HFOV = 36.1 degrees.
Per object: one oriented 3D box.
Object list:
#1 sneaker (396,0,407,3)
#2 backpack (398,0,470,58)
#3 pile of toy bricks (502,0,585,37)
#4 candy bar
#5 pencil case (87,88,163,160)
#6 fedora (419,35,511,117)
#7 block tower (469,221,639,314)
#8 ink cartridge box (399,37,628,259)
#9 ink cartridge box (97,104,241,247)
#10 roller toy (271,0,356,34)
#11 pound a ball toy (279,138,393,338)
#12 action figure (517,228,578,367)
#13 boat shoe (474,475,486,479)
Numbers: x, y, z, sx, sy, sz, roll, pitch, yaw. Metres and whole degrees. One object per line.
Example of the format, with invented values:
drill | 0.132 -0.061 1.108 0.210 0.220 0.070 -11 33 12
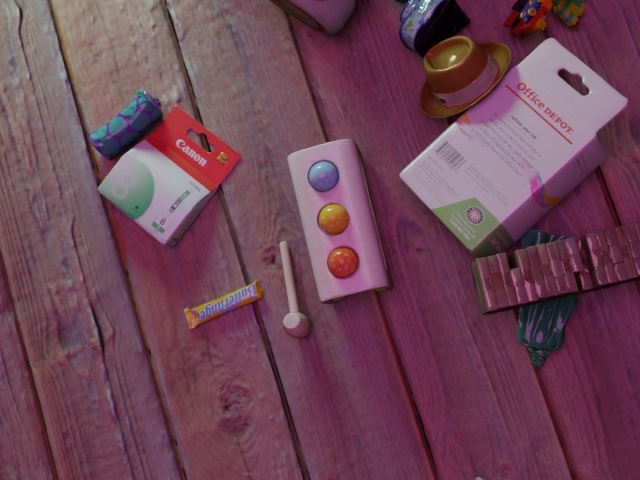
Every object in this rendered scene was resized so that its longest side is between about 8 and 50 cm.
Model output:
sneaker | 0.260 -0.565 1.769 0.341 0.125 0.139 -23 74 7
backpack | 0.195 -0.393 1.776 0.114 0.105 0.084 -51 54 3
pile of toy bricks | 0.428 -0.424 1.738 0.105 0.118 0.212 40 75 -14
candy bar | -0.179 0.119 1.840 0.162 0.018 0.040 -23 79 10
pencil case | -0.377 -0.225 1.901 0.152 0.064 0.070 -40 78 6
fedora | 0.237 -0.301 1.715 0.194 0.194 0.079 -41 120 5
block tower | 0.420 0.043 1.625 0.336 0.091 0.097 -11 80 -5
ink cartridge box | 0.338 -0.150 1.683 0.353 0.119 0.207 -43 61 5
ink cartridge box | -0.289 -0.127 1.877 0.181 0.056 0.224 38 94 14
roller toy | -0.014 -0.482 1.786 0.209 0.191 0.146 34 93 38
pound a ball toy | 0.000 0.000 1.754 0.208 0.136 0.319 -14 80 10
action figure | 0.391 0.105 1.691 0.137 0.063 0.232 11 82 12
boat shoe | 0.309 0.441 1.689 0.035 0.035 0.100 -37 71 -22
